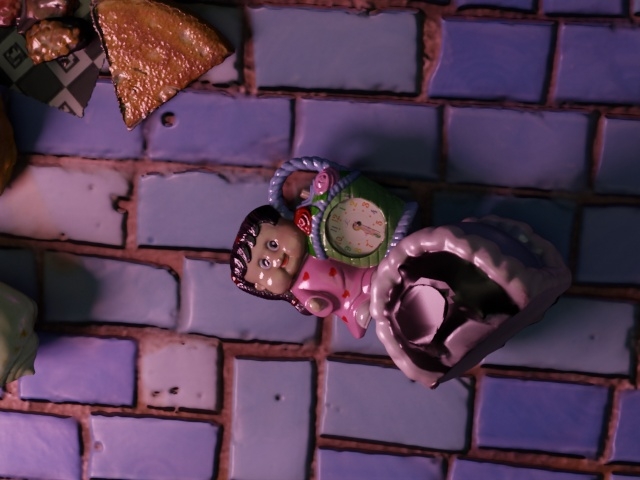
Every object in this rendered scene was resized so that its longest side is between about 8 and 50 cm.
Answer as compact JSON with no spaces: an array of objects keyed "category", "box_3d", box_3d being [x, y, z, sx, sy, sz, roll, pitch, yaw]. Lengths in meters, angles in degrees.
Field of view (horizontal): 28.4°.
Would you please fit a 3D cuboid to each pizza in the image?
[{"category":"pizza","box_3d":[-0.201,-0.217,1.564,0.185,0.036,0.176,10,114,-1]}]

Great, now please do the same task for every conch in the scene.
[{"category":"conch","box_3d":[-0.472,0.107,1.618,0.251,0.137,0.143,19,137,5]}]

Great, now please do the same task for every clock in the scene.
[{"category":"clock","box_3d":[0.000,0.000,1.535,0.195,0.100,0.194,21,99,4]}]

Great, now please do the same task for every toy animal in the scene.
[{"category":"toy animal","box_3d":[0.168,0.055,1.466,0.208,0.204,0.156,-44,74,32]}]

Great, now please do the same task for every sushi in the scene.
[{"category":"sushi","box_3d":[-0.392,-0.319,1.578,0.290,0.050,0.264,25,103,6]}]

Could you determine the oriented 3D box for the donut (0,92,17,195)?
[{"category":"donut","box_3d":[-0.515,-0.114,1.595,0.261,0.128,0.208,-18,96,14]}]
